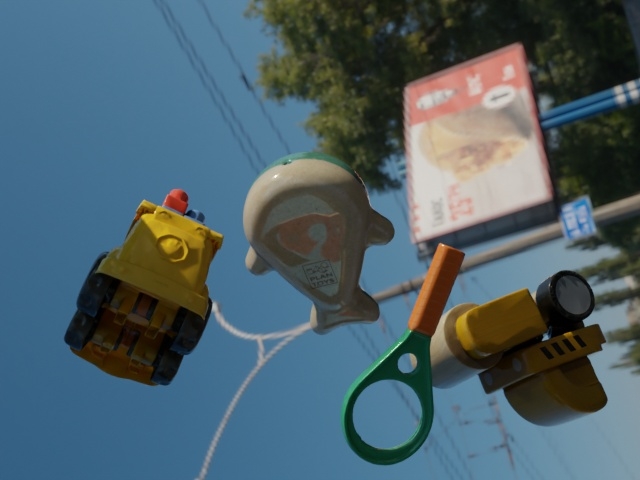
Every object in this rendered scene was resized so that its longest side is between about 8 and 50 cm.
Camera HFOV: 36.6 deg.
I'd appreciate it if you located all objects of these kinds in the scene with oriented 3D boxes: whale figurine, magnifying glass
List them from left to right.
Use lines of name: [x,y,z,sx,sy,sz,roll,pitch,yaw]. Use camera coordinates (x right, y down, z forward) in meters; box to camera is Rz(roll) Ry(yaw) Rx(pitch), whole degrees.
whale figurine: [0.000,0.000,1.361,0.141,0.216,0.272,-84,-25,-60]
magnifying glass: [0.091,0.115,0.976,0.026,0.092,0.231,-145,77,-82]

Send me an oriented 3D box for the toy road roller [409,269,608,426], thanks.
toy road roller: [0.343,0.212,1.662,0.329,0.202,0.241,-14,-107,-27]

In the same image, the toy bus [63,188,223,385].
toy bus: [-0.210,0.049,1.217,0.149,0.220,0.211,23,-130,-10]
